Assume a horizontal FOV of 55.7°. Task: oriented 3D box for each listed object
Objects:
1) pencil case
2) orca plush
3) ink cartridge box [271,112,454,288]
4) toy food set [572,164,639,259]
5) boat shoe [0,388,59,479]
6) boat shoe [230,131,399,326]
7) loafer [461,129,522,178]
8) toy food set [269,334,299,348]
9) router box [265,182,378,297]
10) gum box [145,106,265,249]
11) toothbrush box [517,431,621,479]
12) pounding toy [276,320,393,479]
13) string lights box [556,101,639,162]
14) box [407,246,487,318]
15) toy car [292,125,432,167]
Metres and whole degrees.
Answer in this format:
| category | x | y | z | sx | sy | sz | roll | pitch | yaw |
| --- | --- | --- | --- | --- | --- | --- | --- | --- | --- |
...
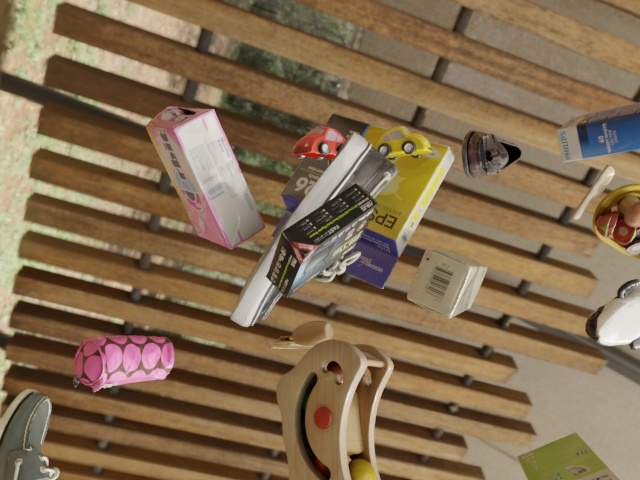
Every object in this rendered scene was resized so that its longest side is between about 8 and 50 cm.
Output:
| category | x | y | z | sx | sy | sz | roll | pitch | yaw |
| --- | --- | --- | --- | --- | --- | --- | --- | --- | --- |
| pencil case | -0.378 | 0.239 | 1.191 | 0.095 | 0.209 | 0.098 | -43 | -114 | 19 |
| orca plush | 0.662 | 0.127 | 1.289 | 0.287 | 0.151 | 0.102 | -39 | -162 | -11 |
| ink cartridge box | 0.073 | -0.097 | 1.261 | 0.307 | 0.303 | 0.072 | -58 | 147 | -13 |
| toy food set | 0.580 | -0.030 | 1.111 | 0.128 | 0.217 | 0.071 | -56 | -161 | 23 |
| boat shoe | -0.430 | 0.364 | 0.877 | 0.319 | 0.099 | 0.116 | -93 | -174 | -46 |
| boat shoe | -0.001 | 0.001 | 0.819 | 0.306 | 0.105 | 0.113 | -55 | -176 | -19 |
| loafer | 0.402 | -0.205 | 1.410 | 0.302 | 0.095 | 0.109 | -20 | 106 | -63 |
| toy food set | -0.048 | 0.236 | 1.445 | 0.192 | 0.132 | 0.039 | 150 | -57 | -66 |
| router box | 0.001 | 0.000 | 0.683 | 0.122 | 0.038 | 0.092 | -35 | 162 | -33 |
| gum box | -0.158 | -0.090 | 0.821 | 0.107 | 0.062 | 0.188 | 18 | -44 | 53 |
| toothbrush box | 0.423 | 0.448 | 0.945 | 0.206 | 0.122 | 0.283 | 65 | 9 | 9 |
| pounding toy | 0.046 | 0.227 | 0.843 | 0.154 | 0.155 | 0.270 | -27 | -119 | 32 |
| string lights box | 0.641 | -0.236 | 1.249 | 0.259 | 0.077 | 0.133 | -7 | -162 | 40 |
| box | 0.265 | 0.083 | 1.237 | 0.275 | 0.094 | 0.113 | 3 | 110 | -68 |
| toy car | 0.056 | -0.164 | 1.079 | 0.225 | 0.239 | 0.053 | 179 | -91 | -79 |
